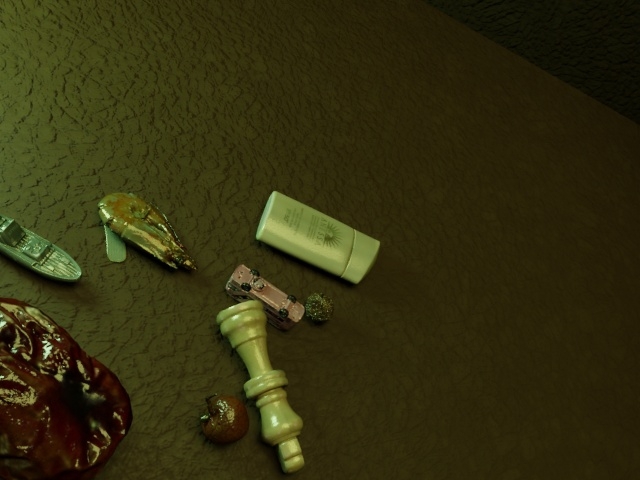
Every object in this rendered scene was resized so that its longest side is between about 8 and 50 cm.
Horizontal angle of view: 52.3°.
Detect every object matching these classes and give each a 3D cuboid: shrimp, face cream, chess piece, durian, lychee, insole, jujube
[{"bbox_3d":[-0.414,-0.019,1.611,0.294,0.062,0.154,42,37,-2],"label":"shrimp"},{"bbox_3d":[0.000,0.000,1.816,0.348,0.081,0.174,26,51,-12],"label":"face cream"},{"bbox_3d":[-0.123,0.338,1.510,0.117,0.117,0.397,-10,67,-34],"label":"chess piece"},{"bbox_3d":[-0.001,0.174,1.699,0.080,0.091,0.080,12,33,-8],"label":"durian"},{"bbox_3d":[-0.212,0.382,1.424,0.140,0.114,0.101,50,17,-14],"label":"lychee"},{"bbox_3d":[-0.502,-0.029,1.603,0.064,0.004,0.188,4,58,-26],"label":"insole"},{"bbox_3d":[-0.540,0.288,1.210,0.377,0.276,0.276,38,49,-7],"label":"jujube"}]

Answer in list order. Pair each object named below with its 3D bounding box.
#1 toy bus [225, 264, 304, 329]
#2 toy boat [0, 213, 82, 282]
[{"bbox_3d":[-0.140,0.147,1.635,0.203,0.090,0.063,36,49,-5],"label":"toy bus"},{"bbox_3d":[-0.644,0.016,1.440,0.260,0.085,0.078,32,49,-7],"label":"toy boat"}]
